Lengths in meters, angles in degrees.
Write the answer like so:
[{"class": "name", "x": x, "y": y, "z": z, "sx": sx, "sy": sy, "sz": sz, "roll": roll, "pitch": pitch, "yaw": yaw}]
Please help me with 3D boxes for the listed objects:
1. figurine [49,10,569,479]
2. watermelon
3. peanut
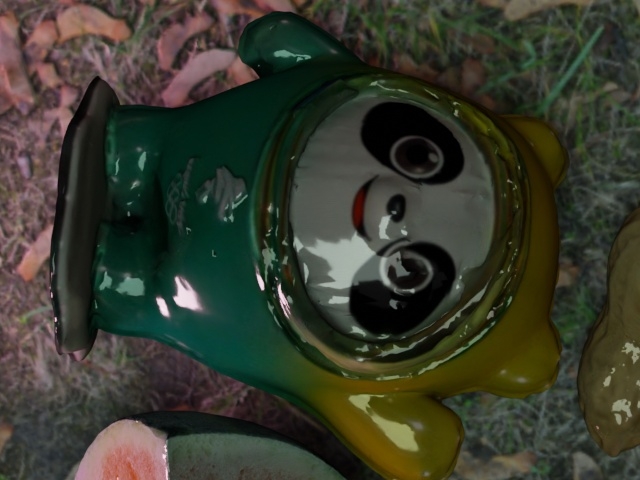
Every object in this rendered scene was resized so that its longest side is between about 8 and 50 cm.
[{"class": "figurine", "x": 0.000, "y": 0.000, "z": 1.149, "sx": 0.340, "sy": 0.231, "sz": 0.323, "roll": 6, "pitch": 77, "yaw": 3}, {"class": "watermelon", "x": -0.074, "y": 0.239, "z": 1.256, "sx": 0.175, "sy": 0.188, "sz": 0.321, "roll": 49, "pitch": 134, "yaw": 42}, {"class": "peanut", "x": 0.227, "y": 0.062, "z": 1.176, "sx": 0.082, "sy": 0.082, "sz": 0.187, "roll": 17, "pitch": 104, "yaw": 8}]
